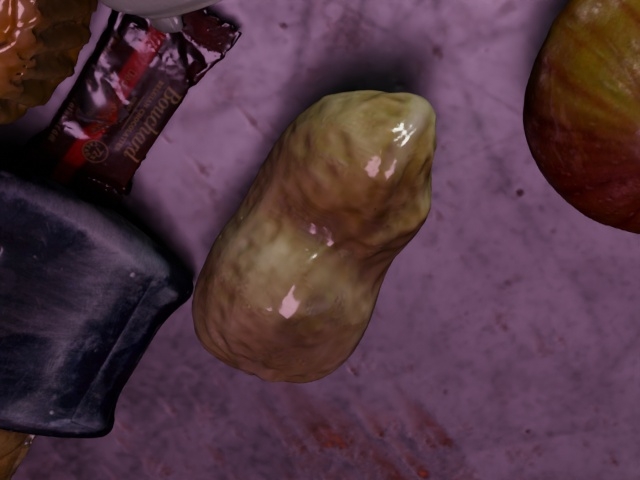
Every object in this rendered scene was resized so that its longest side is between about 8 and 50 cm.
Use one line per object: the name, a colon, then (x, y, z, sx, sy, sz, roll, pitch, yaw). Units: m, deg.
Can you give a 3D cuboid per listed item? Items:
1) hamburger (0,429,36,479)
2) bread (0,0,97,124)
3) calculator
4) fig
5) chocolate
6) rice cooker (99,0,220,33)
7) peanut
hamburger: (-0.336, 0.090, 1.043, 0.134, 0.266, 0.284, 30, 128, 39)
bread: (-0.253, -0.163, 0.917, 0.240, 0.139, 0.239, -4, 110, -11)
calculator: (-0.211, 0.042, 1.005, 0.268, 0.040, 0.177, 27, 94, -39)
fig: (0.213, -0.073, 0.909, 0.175, 0.207, 0.175, -2, 119, -4)
chocolate: (-0.135, -0.096, 1.019, 0.086, 0.028, 0.182, 33, 113, -16)
rice cooker: (-0.083, -0.259, 0.825, 0.226, 0.226, 0.244, -20, 117, 13)
peanut: (0.000, 0.000, 1.002, 0.122, 0.137, 0.253, 26, 114, -12)
